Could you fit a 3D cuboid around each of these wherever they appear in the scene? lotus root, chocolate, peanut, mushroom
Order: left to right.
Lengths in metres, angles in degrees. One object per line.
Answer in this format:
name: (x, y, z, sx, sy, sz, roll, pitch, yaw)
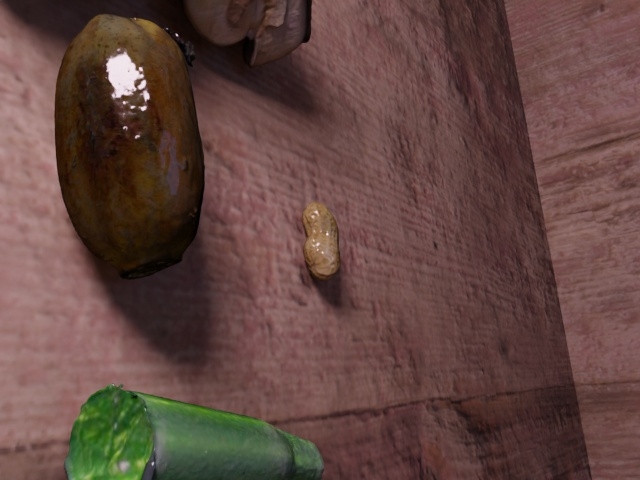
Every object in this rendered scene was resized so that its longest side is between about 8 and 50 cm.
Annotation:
lotus root: (-0.170, -0.089, 0.597, 0.123, 0.123, 0.241, 27, 52, -69)
chocolate: (-0.094, 0.211, 0.629, 0.291, 0.110, 0.110, 30, 53, -52)
mushroom: (-0.116, -0.341, 0.805, 0.162, 0.173, 0.236, 52, -27, 33)
peanut: (0.000, 0.000, 0.902, 0.054, 0.053, 0.113, 18, 60, -54)
